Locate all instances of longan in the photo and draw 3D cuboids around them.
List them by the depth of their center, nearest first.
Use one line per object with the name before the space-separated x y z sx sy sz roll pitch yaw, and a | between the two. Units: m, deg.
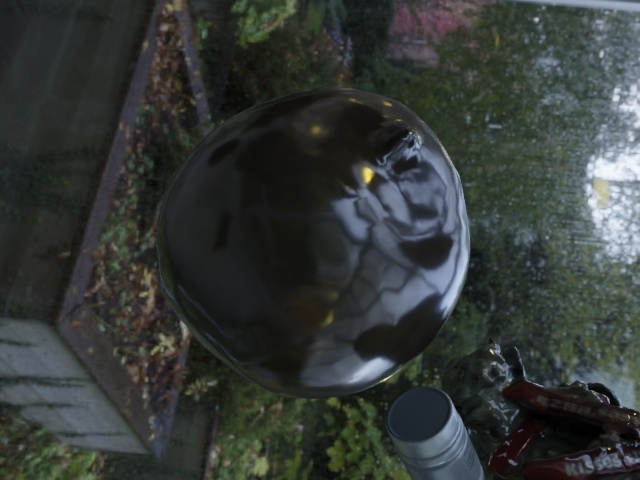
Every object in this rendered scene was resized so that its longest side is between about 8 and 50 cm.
longan | 0.000 0.000 0.671 0.297 0.297 0.298 5 90 -89

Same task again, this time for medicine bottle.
medicine bottle | 0.094 0.170 0.577 0.058 0.058 0.091 -83 152 -54

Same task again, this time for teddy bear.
teddy bear | 0.335 0.232 0.700 0.357 0.367 0.225 -104 179 -69
